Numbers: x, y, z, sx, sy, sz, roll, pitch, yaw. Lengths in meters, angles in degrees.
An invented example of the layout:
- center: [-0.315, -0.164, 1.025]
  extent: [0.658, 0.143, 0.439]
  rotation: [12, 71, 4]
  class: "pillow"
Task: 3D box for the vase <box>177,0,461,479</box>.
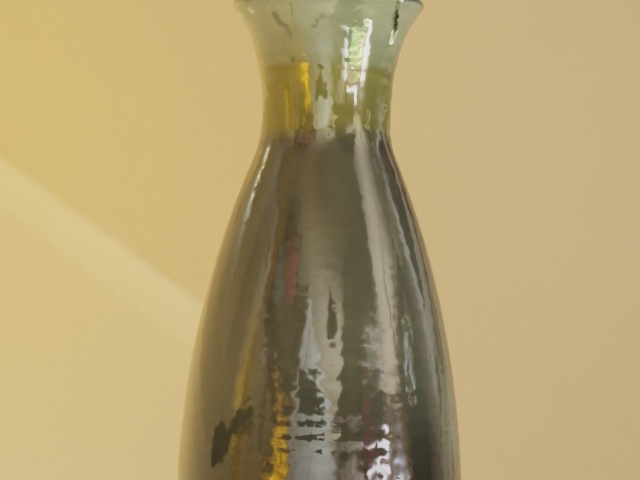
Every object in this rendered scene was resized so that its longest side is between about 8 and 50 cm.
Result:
- center: [0.000, 0.000, 0.969]
  extent: [0.173, 0.321, 0.173]
  rotation: [0, -179, 0]
  class: "vase"
